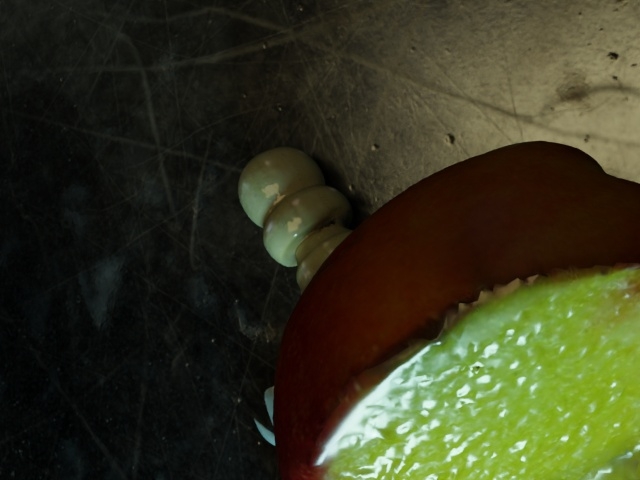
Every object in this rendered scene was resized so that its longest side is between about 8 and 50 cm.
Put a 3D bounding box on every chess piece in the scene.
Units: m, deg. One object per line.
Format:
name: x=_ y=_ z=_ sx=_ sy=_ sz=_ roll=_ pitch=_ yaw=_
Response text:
chess piece: x=0.000 y=0.000 z=0.939 sx=0.143 sy=0.143 sz=0.260 roll=-44 pitch=64 yaw=19

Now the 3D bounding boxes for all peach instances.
peach: x=0.155 y=0.096 z=0.698 sx=0.335 sy=0.310 sz=0.406 roll=42 pitch=108 yaw=-18

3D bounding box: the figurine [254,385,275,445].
figurine: x=-0.029 y=0.212 z=0.980 sx=0.095 sy=0.082 sz=0.086 roll=25 pitch=84 yaw=-1
